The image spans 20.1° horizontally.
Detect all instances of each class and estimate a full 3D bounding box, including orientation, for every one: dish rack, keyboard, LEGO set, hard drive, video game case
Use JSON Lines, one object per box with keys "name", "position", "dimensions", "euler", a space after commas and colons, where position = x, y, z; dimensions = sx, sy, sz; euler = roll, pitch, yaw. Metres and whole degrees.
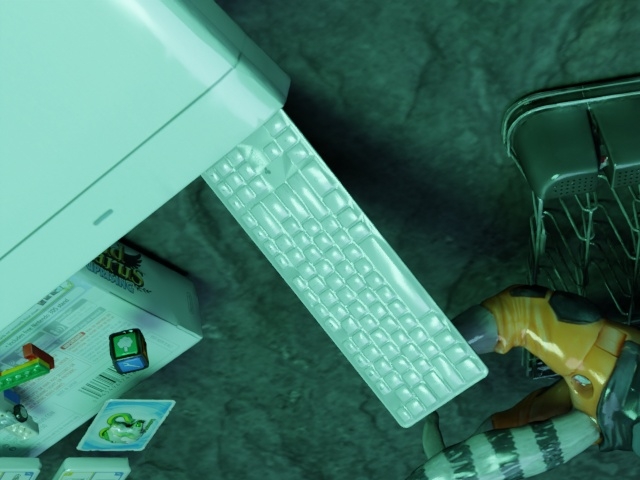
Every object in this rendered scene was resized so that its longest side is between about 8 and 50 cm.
{"name": "dish rack", "position": [0.232, -0.001, 1.256], "dimensions": [0.208, 0.074, 0.271], "euler": [-8, 142, -3]}
{"name": "keyboard", "position": [0.000, 0.000, 1.115], "dimensions": [0.072, 0.014, 0.256], "euler": [-36, 94, 32]}
{"name": "LEGO set", "position": [-0.202, 0.117, 1.217], "dimensions": [0.182, 0.060, 0.244], "euler": [3, 147, -25]}
{"name": "hard drive", "position": [-0.219, -0.128, 0.901], "dimensions": [0.233, 0.047, 0.353], "euler": [-36, 112, 25]}
{"name": "video game case", "position": [-0.260, 0.068, 1.211], "dimensions": [0.269, 0.061, 0.244], "euler": [-36, 137, 25]}

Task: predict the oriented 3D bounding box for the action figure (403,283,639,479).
{"name": "action figure", "position": [0.222, 0.137, 1.213], "dimensions": [0.330, 0.178, 0.341], "euler": [0, 132, 15]}
